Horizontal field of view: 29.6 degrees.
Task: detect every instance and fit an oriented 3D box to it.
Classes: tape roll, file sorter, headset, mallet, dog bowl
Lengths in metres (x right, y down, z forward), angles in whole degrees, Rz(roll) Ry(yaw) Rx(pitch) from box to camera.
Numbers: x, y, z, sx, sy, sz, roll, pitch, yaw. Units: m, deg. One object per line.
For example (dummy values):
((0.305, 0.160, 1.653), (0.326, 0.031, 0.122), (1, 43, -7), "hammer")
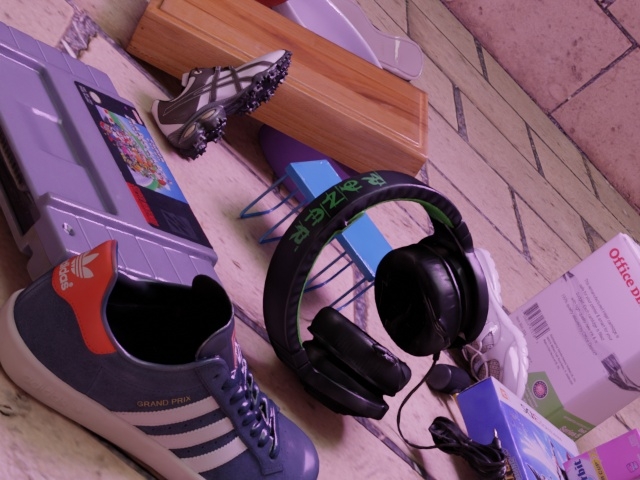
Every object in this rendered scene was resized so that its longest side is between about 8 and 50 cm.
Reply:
((0.005, -0.118, 1.738), (0.189, 0.080, 0.189), (42, 23, -22), "tape roll")
((0.000, 0.000, 1.494), (0.170, 0.104, 0.118), (53, 21, 9), "file sorter")
((0.094, 0.111, 1.315), (0.185, 0.243, 0.394), (36, -22, 47), "headset")
((0.192, 0.243, 1.581), (0.062, 0.039, 0.189), (29, 33, -46), "mallet")
((-0.014, -0.312, 1.994), (0.265, 0.104, 0.265), (42, 22, -21), "dog bowl")

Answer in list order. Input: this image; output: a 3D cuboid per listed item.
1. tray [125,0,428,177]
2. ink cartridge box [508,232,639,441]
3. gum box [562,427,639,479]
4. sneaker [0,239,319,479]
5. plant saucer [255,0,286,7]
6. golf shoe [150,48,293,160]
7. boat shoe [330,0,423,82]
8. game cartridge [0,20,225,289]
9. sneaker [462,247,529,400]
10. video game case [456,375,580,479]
((-0.045, -0.229, 1.647), (0.411, 0.076, 0.203), (27, 30, -12), "tray")
((0.418, 0.152, 1.853), (0.115, 0.273, 0.198), (31, 29, -42), "ink cartridge box")
((0.407, 0.321, 1.583), (0.188, 0.107, 0.062), (39, 27, -47), "gum box")
((-0.097, 0.119, 1.033), (0.350, 0.148, 0.131), (35, 26, -37), "sneaker")
((-0.165, -0.451, 1.875), (0.258, 0.047, 0.259), (18, 32, -11), "plant saucer")
((-0.120, -0.191, 1.489), (0.094, 0.198, 0.077), (44, -26, 12), "golf shoe")
((0.067, -0.376, 2.318), (0.335, 0.095, 0.112), (20, 72, -47), "boat shoe")
((-0.232, -0.076, 1.176), (0.230, 0.068, 0.355), (17, 33, -49), "game cartridge")
((0.216, 0.136, 1.768), (0.115, 0.105, 0.281), (0, 49, -20), "sneaker")
((0.289, 0.335, 1.532), (0.244, 0.061, 0.269), (38, 27, -42), "video game case")
